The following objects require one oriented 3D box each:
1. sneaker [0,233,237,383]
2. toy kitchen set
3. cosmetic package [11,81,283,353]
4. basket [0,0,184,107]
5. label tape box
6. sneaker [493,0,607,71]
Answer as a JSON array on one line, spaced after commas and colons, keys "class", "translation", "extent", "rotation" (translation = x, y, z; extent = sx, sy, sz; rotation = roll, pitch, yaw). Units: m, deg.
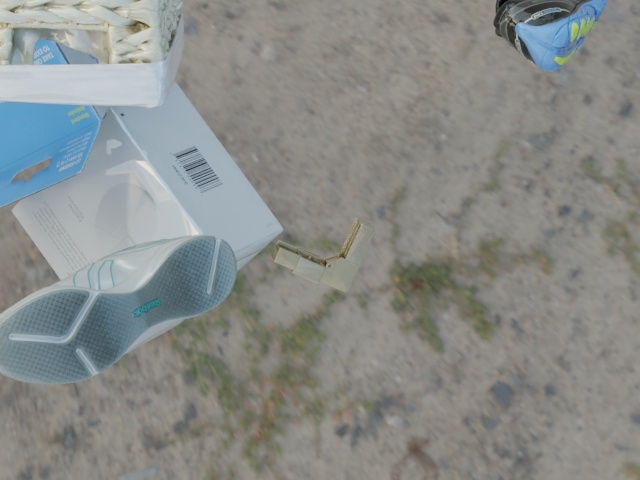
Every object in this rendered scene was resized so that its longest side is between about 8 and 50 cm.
[{"class": "sneaker", "translation": [-0.122, 0.037, 0.839], "extent": [0.152, 0.061, 0.054], "rotation": [-23, 108, -31]}, {"class": "toy kitchen set", "translation": [0.000, 0.000, 1.560], "extent": [0.083, 0.068, 0.075], "rotation": [23, 98, -11]}, {"class": "cosmetic package", "translation": [-0.206, -0.025, 1.770], "extent": [0.224, 0.138, 0.224], "rotation": [-40, 83, 35]}, {"class": "basket", "translation": [-0.135, -0.145, 0.843], "extent": [0.113, 0.167, 0.103], "rotation": [2, 111, -2]}, {"class": "label tape box", "translation": [-0.315, -0.204, 1.713], "extent": [0.106, 0.240, 0.334], "rotation": [41, 51, -28]}, {"class": "sneaker", "translation": [0.186, -0.188, 1.235], "extent": [0.078, 0.188, 0.067], "rotation": [34, 113, 8]}]
